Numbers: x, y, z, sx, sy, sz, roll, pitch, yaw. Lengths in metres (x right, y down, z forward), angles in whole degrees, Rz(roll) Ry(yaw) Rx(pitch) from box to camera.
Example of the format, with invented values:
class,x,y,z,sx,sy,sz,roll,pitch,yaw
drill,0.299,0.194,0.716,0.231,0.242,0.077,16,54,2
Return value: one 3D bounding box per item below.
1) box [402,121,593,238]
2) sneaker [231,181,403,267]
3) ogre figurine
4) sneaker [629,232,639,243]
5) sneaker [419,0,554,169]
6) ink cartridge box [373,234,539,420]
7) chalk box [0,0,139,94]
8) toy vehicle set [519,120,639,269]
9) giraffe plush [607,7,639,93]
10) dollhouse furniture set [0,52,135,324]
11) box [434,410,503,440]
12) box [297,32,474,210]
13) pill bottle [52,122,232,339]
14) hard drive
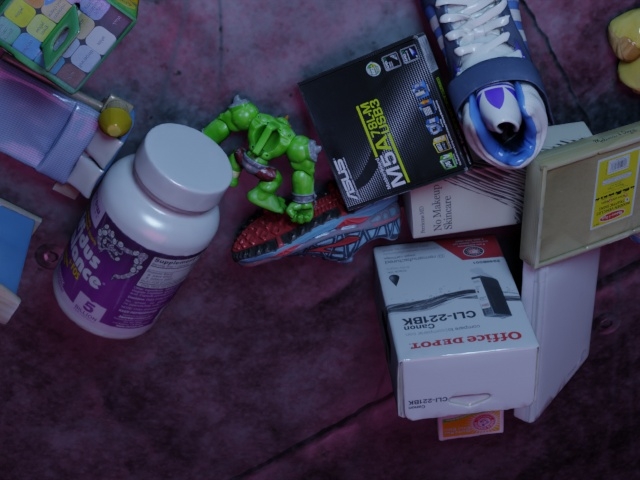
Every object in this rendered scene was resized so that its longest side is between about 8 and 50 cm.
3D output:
class,x,y,z,sx,sy,sz,roll,pitch,yaw
box,0.256,-0.087,1.463,0.275,0.094,0.113,-10,126,0
sneaker,0.000,0.000,1.495,0.262,0.104,0.125,-20,127,9
ogre figurine,-0.080,-0.115,1.403,0.197,0.097,0.118,40,116,21
sneaker,0.585,-0.023,1.545,0.237,0.085,0.086,5,160,8
sneaker,0.208,-0.242,1.260,0.130,0.236,0.322,-17,126,6
ink cartridge box,0.191,0.120,1.495,0.197,0.272,0.114,-6,126,-2
chalk box,-0.302,-0.275,1.198,0.132,0.213,0.132,36,115,-27
toy vehicle set,0.399,-0.072,1.410,0.267,0.035,0.166,-17,127,-21
giraffe plush,0.500,-0.248,1.326,0.181,0.170,0.210,25,119,-21
dollhouse furniture set,-0.430,-0.098,1.321,0.286,0.198,0.303,28,118,-24
box,0.237,0.218,1.674,0.114,0.103,0.203,-7,126,-1
box,0.086,-0.155,1.353,0.184,0.045,0.190,-17,100,26
pill bottle,-0.241,-0.013,1.396,0.169,0.169,0.301,22,129,-20
hard drive,0.367,0.108,1.570,0.040,0.203,0.307,22,133,33
